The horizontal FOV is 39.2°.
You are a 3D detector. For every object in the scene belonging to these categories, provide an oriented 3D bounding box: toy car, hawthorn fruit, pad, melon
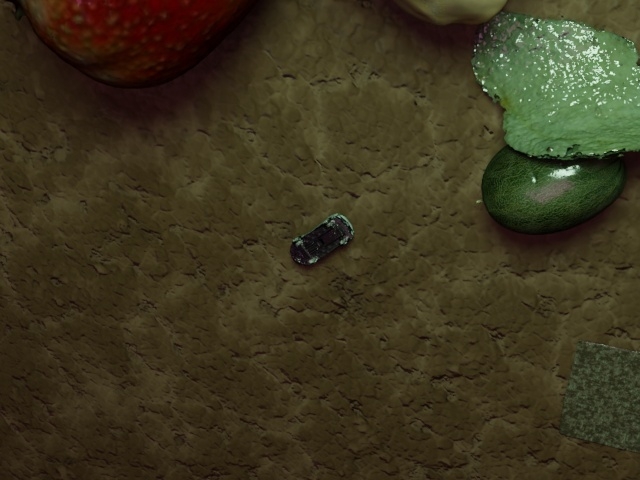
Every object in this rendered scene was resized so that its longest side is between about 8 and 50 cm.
[{"bbox_3d":[0.000,0.000,1.164,0.093,0.025,0.041,-31,103,27],"label":"toy car"},{"bbox_3d":[-0.170,-0.329,0.908,0.369,0.285,0.284,-34,103,22],"label":"hawthorn fruit"},{"bbox_3d":[0.432,0.214,1.144,0.235,0.003,0.158,11,121,13],"label":"pad"},{"bbox_3d":[0.249,-0.063,0.989,0.167,0.114,0.114,-16,112,24],"label":"melon"}]

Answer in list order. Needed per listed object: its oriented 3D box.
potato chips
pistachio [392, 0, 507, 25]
[{"bbox_3d":[0.258,-0.161,0.941,0.167,0.059,0.228,-32,62,10],"label":"potato chips"},{"bbox_3d":[0.081,-0.351,0.825,0.321,0.229,0.238,49,162,-26],"label":"pistachio"}]
